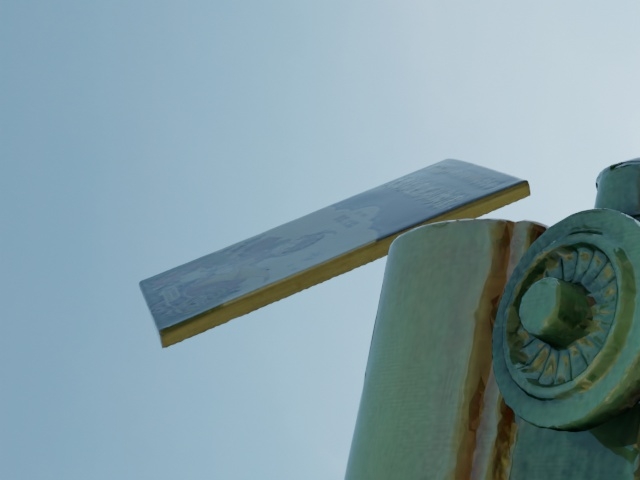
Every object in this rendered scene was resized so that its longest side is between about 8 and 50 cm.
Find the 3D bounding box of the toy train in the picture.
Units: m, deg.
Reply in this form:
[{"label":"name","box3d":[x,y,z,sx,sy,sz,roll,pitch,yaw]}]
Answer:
[{"label":"toy train","box3d":[0.058,0.114,0.427,0.116,0.177,0.285,21,-109,-32]}]

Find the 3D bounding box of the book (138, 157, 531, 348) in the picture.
[{"label":"book","box3d":[0.000,0.000,1.210,0.322,0.228,0.018,-23,-77,-8]}]
